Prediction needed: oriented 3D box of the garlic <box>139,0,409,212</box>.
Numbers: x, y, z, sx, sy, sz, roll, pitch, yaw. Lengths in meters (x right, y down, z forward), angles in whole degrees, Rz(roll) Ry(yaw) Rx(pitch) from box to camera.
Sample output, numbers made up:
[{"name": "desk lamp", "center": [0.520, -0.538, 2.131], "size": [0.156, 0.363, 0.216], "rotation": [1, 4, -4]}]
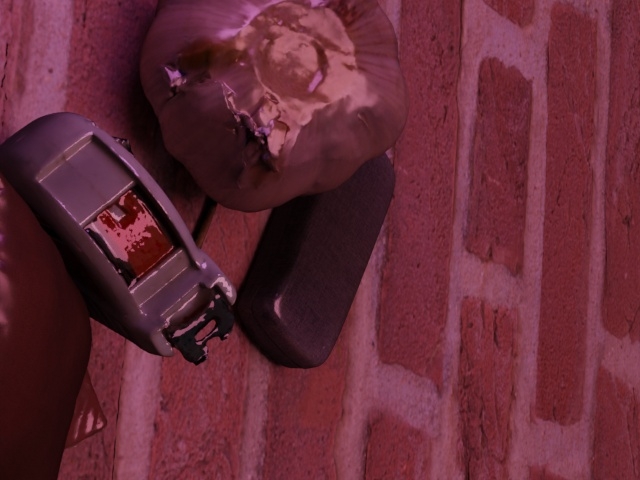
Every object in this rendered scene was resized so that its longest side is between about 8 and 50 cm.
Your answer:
[{"name": "garlic", "center": [-0.053, -0.189, 2.013], "size": [0.322, 0.241, 0.322], "rotation": [-8, 102, -44]}]

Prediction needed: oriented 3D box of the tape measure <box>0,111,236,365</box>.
[{"name": "tape measure", "center": [-0.208, -0.014, 1.759], "size": [0.125, 0.243, 0.246], "rotation": [-40, 117, -19]}]

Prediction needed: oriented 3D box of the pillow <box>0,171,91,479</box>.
[{"name": "pillow", "center": [-0.288, 0.131, 1.608], "size": [0.305, 0.108, 0.308], "rotation": [77, 22, -60]}]

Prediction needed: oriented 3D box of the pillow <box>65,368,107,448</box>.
[{"name": "pillow", "center": [-0.309, 0.176, 1.760], "size": [0.232, 0.043, 0.126], "rotation": [-34, 108, -44]}]

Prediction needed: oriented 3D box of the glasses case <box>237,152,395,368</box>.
[{"name": "glasses case", "center": [0.000, 0.000, 2.189], "size": [0.131, 0.074, 0.323], "rotation": [52, 47, -37]}]

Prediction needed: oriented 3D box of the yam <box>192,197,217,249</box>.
[{"name": "yam", "center": [-0.135, -0.014, 2.060], "size": [0.014, 0.014, 0.107], "rotation": [48, 48, -38]}]
